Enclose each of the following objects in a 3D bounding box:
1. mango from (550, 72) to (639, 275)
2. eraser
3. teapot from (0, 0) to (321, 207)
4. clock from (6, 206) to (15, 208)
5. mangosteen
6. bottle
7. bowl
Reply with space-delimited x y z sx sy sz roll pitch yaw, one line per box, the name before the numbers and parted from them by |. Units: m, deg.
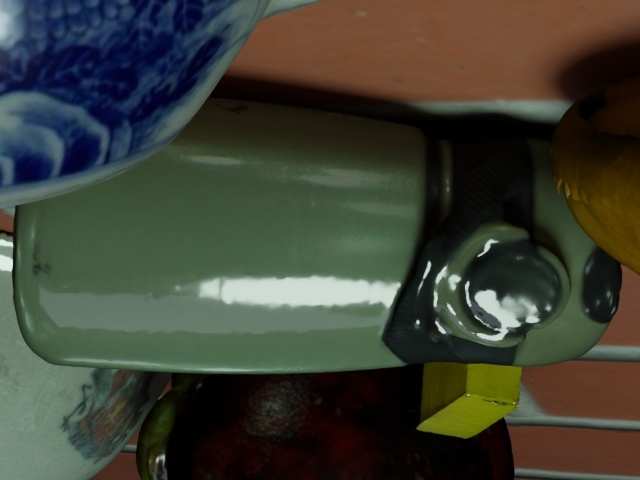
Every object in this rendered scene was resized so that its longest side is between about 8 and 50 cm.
mango | 0.224 -0.027 0.857 0.236 0.136 0.166 12 -170 43
eraser | 0.105 0.066 1.168 0.045 0.122 0.097 13 158 -14
teapot | -0.128 -0.160 0.543 0.424 0.280 0.252 -7 -160 -11
clock | -0.257 -0.064 1.097 0.147 0.045 0.108 9 159 3
mangosteen | 0.004 0.188 1.327 0.311 0.311 0.311 8 159 3
bottle | 0.001 0.000 0.998 0.347 0.168 0.168 3 159 2
bowl | -0.333 0.141 1.457 0.435 0.196 0.435 7 159 3
